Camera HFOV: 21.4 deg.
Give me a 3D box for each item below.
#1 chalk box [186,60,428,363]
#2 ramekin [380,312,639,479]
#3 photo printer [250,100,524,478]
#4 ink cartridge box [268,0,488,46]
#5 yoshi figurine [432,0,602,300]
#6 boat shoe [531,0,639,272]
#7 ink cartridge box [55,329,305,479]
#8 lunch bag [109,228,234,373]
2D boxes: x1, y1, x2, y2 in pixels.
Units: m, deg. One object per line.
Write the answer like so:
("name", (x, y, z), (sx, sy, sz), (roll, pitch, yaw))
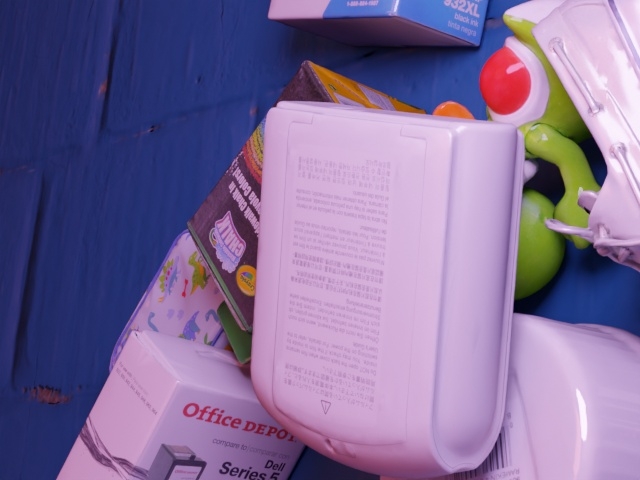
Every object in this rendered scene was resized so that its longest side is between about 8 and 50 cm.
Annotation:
("chalk box", (0.000, 0.000, 1.721), (0.289, 0.179, 0.180), (-53, 43, 23))
("ramekin", (0.178, 0.194, 1.466), (0.277, 0.135, 0.277), (-22, 59, 43))
("photo printer", (0.051, 0.043, 1.441), (0.256, 0.107, 0.307), (11, 100, 48))
("ink cartridge box", (0.084, -0.367, 1.789), (0.223, 0.129, 0.307), (9, 86, 54))
("yoshi figurine", (0.214, -0.087, 1.551), (0.203, 0.203, 0.362), (44, 99, 9))
("boat shoe", (0.262, -0.033, 1.377), (0.156, 0.136, 0.367), (-26, 79, 17))
("ink cartridge box", (-0.156, 0.251, 1.783), (0.115, 0.198, 0.273), (42, 108, 49))
("lunch bag", (-0.142, 0.107, 1.911), (0.219, 0.090, 0.176), (-59, 41, 14))
